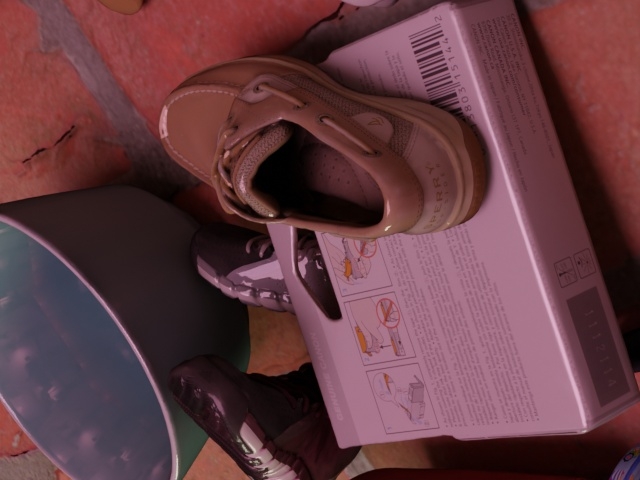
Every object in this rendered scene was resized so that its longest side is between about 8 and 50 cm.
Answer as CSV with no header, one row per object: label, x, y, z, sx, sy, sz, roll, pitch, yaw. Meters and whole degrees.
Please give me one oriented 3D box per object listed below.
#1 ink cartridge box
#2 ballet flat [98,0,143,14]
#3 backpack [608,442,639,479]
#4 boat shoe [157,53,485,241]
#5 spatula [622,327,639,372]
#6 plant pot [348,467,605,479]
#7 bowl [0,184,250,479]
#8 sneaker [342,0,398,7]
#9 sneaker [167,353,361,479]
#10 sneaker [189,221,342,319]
ink cartridge box,0.072,-0.002,1.029,0.261,0.066,0.296,-14,95,51
ballet flat,-0.204,-0.277,1.120,0.080,0.073,0.232,9,126,39
backpack,0.260,0.210,1.011,0.117,0.158,0.173,8,113,61
boat shoe,-0.028,-0.062,0.988,0.302,0.098,0.109,19,119,44
spatula,0.228,0.066,0.915,0.084,0.030,0.296,52,175,6
plant pot,0.117,0.304,1.146,0.243,0.275,0.275,9,126,51
bowl,-0.181,0.074,1.289,0.311,0.163,0.311,30,138,32
sneaker,0.058,-0.220,0.906,0.331,0.122,0.146,8,143,38
sneaker,-0.018,0.119,1.173,0.106,0.162,0.281,38,168,26
sneaker,0.000,0.000,1.152,0.229,0.086,0.132,23,126,20
